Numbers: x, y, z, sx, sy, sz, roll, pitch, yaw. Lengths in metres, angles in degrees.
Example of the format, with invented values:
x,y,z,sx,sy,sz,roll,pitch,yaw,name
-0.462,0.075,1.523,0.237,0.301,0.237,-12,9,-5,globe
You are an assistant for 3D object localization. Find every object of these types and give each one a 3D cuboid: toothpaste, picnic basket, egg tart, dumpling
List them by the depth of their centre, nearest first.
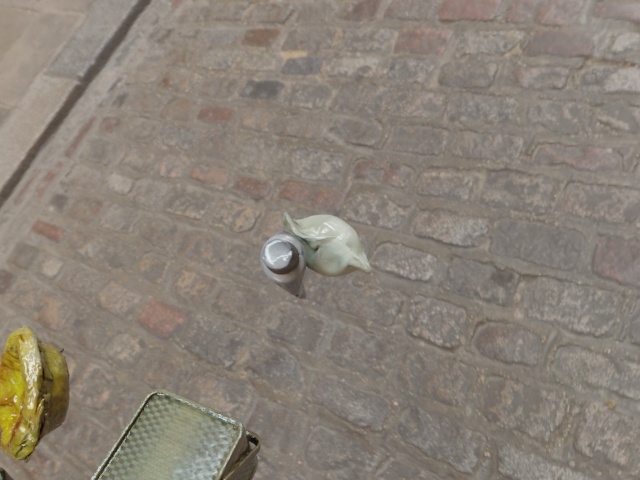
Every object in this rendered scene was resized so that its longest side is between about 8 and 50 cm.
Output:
x,y,z,sx,sy,sz,roll,pitch,yaw,name
-0.203,0.348,0.738,0.165,0.139,0.267,15,52,18,picnic basket
-0.048,0.037,0.871,0.068,0.282,0.099,16,85,7,toothpaste
0.002,0.000,0.921,0.100,0.134,0.169,-41,54,12,dumpling
-0.615,0.323,1.200,0.294,0.116,0.295,-11,75,48,egg tart

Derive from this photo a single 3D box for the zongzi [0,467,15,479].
x,y,z,sx,sy,sz,roll,pitch,yaw,name
-0.681,0.680,0.977,0.418,0.181,0.447,-21,53,-26,zongzi
